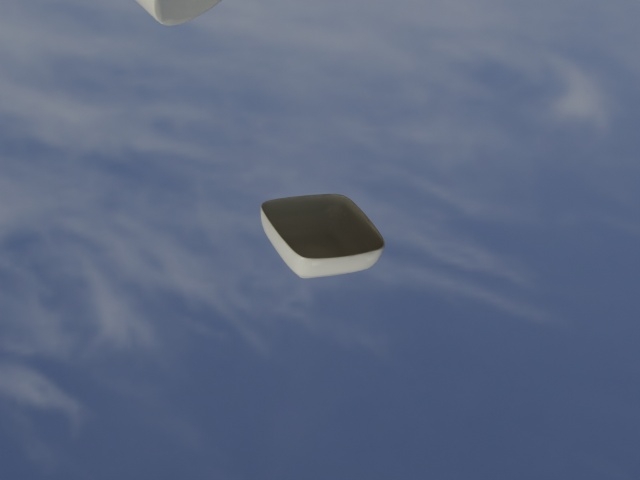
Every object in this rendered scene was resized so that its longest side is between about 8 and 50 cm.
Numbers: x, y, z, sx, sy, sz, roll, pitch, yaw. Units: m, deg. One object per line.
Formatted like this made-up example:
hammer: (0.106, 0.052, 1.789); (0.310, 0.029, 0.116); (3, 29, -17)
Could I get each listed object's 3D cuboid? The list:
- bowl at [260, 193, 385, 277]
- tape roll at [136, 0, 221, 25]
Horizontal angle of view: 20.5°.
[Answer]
bowl: (0.000, 0.000, 2.324); (0.142, 0.053, 0.142); (-7, -143, -27)
tape roll: (-0.163, -0.394, 2.048); (0.169, 0.246, 0.246); (42, -136, 12)
